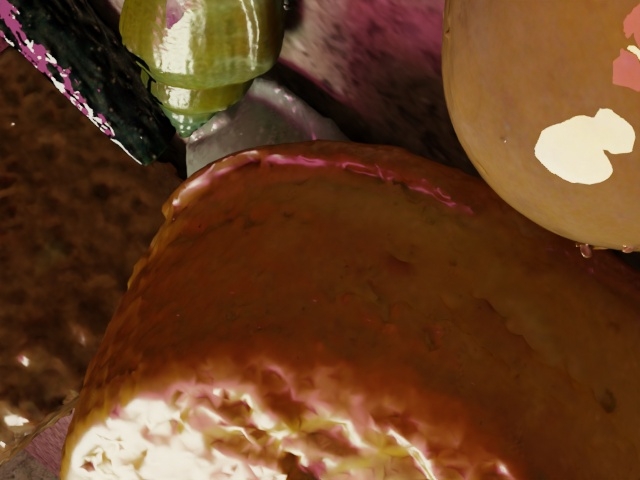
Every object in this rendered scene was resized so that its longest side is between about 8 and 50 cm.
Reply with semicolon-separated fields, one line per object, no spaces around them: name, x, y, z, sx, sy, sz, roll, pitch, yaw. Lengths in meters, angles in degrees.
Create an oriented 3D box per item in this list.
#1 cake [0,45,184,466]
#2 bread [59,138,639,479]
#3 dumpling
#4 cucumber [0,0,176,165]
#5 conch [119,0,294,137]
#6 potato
cake;-0.246;0.016;1.214;0.255;0.282;0.290;53;164;-4
bread;0.040;0.127;0.821;0.358;0.204;0.337;26;142;1
dumpling;-0.012;0.003;0.933;0.149;0.105;0.216;-150;40;-72
cucumber;-0.175;-0.150;1.049;0.211;0.062;0.078;44;-165;-17
conch;-0.065;-0.128;0.857;0.095;0.079;0.201;26;152;-4
potato;0.123;-0.074;0.504;0.150;0.146;0.234;13;165;-12
